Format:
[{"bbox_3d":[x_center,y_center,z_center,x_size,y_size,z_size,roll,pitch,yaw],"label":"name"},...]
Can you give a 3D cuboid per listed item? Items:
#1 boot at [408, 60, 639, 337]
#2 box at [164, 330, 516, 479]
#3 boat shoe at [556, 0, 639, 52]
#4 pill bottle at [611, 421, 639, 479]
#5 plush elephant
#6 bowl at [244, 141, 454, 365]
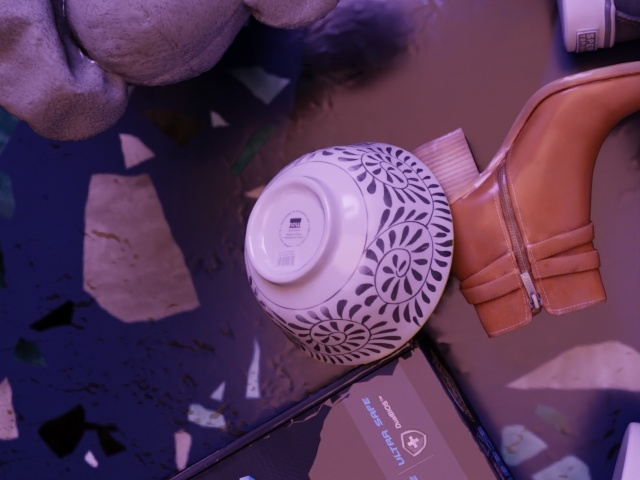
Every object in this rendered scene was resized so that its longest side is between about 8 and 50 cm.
[{"bbox_3d":[0.172,-0.028,0.577,0.197,0.073,0.152,-25,83,25],"label":"boot"},{"bbox_3d":[0.026,0.267,0.614,0.293,0.073,0.295,-31,83,11],"label":"box"},{"bbox_3d":[0.194,-0.285,0.551,0.102,0.108,0.301,-9,91,14],"label":"boat shoe"},{"bbox_3d":[0.315,0.212,0.490,0.278,0.162,0.162,13,93,19],"label":"pill bottle"},{"bbox_3d":[-0.121,-0.220,0.560,0.271,0.330,0.255,-16,105,6],"label":"plush elephant"},{"bbox_3d":[0.000,0.000,0.578,0.170,0.080,0.170,-12,70,36],"label":"bowl"}]
